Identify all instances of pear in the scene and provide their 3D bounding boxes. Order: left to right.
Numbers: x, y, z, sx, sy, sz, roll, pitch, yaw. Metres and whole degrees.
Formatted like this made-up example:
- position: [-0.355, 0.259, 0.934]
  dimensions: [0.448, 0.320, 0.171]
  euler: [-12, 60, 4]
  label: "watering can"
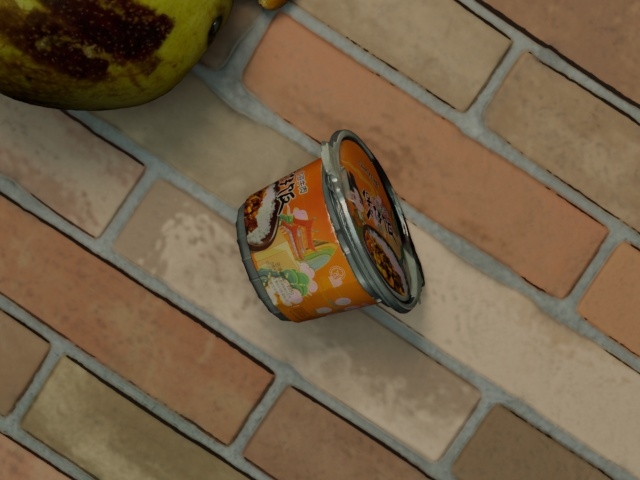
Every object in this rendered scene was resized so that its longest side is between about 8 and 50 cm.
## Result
- position: [-0.214, -0.241, 1.391]
  dimensions: [0.283, 0.283, 0.284]
  euler: [0, 94, 3]
  label: "pear"

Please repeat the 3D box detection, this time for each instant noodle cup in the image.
- position: [0.000, 0.000, 1.451]
  dimensions: [0.125, 0.178, 0.208]
  euler: [-20, 124, 18]
  label: "instant noodle cup"

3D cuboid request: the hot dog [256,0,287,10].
- position: [-0.029, -0.301, 1.484]
  dimensions: [0.071, 0.045, 0.165]
  euler: [28, 95, 3]
  label: "hot dog"
